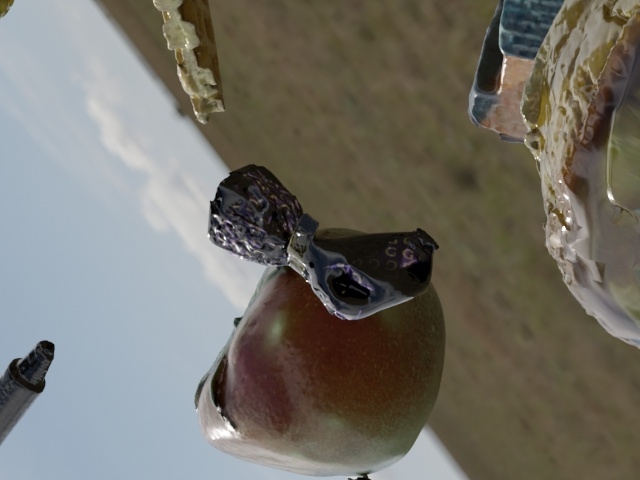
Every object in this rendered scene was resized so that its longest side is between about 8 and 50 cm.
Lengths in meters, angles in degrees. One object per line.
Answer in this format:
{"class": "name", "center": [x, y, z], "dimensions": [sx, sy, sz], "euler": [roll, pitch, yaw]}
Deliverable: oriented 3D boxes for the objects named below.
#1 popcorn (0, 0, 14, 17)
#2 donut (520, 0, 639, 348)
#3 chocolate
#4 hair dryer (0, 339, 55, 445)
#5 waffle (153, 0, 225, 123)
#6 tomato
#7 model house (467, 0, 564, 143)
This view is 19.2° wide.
{"class": "popcorn", "center": [-0.331, -0.220, 1.388], "dimensions": [0.181, 0.216, 0.235], "euler": [-1, 102, 65]}
{"class": "donut", "center": [0.280, -0.051, 1.145], "dimensions": [0.330, 0.330, 0.160], "euler": [53, -153, -27]}
{"class": "chocolate", "center": [-0.002, 0.003, 1.184], "dimensions": [0.147, 0.072, 0.070], "euler": [21, 171, 36]}
{"class": "hair dryer", "center": [-0.286, 0.157, 1.463], "dimensions": [0.114, 0.248, 0.070], "euler": [38, -153, 1]}
{"class": "waffle", "center": [-0.106, -0.156, 1.362], "dimensions": [0.191, 0.032, 0.125], "euler": [21, -119, -82]}
{"class": "tomato", "center": [0.009, 0.143, 2.106], "dimensions": [0.239, 0.303, 0.303], "euler": [29, -178, -3]}
{"class": "model house", "center": [0.281, -0.218, 1.818], "dimensions": [0.253, 0.184, 0.291], "euler": [13, 156, 9]}
